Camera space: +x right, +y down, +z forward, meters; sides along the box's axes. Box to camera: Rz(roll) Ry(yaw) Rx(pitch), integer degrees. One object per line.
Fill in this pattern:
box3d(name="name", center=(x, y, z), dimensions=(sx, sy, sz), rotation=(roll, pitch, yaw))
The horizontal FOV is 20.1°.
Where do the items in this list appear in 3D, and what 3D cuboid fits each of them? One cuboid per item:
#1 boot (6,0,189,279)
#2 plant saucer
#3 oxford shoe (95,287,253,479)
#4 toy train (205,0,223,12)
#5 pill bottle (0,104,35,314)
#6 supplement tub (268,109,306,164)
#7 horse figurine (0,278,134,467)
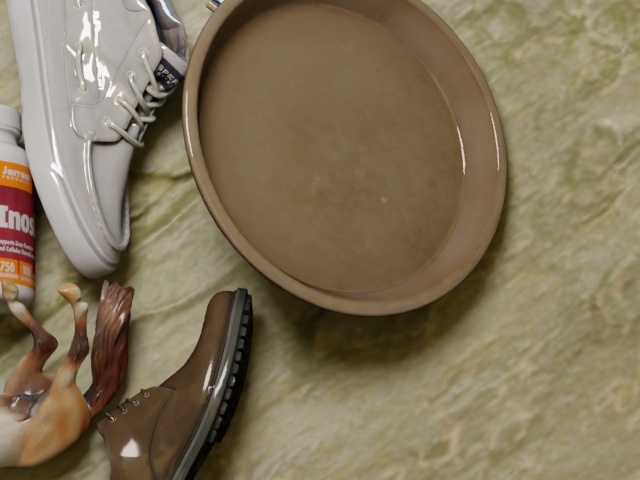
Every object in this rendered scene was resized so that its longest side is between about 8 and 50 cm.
box3d(name="boot", center=(-0.156, -0.108, 1.375), dimensions=(0.123, 0.095, 0.258), rotation=(-17, 76, 15))
box3d(name="plant saucer", center=(0.017, -0.074, 1.364), dimensions=(0.278, 0.041, 0.277), rotation=(9, 70, -27))
box3d(name="oxford shoe", center=(-0.116, 0.131, 1.342), dimensions=(0.096, 0.083, 0.227), rotation=(22, 76, 7))
box3d(name="toy train", center=(-0.040, -0.237, 1.451), dimensions=(0.027, 0.036, 0.158), rotation=(35, 78, 6))
box3d(name="pill bottle", center=(-0.259, -0.023, 1.369), dimensions=(0.086, 0.086, 0.152), rotation=(-2, 78, -3))
box3d(name="supplement tub", center=(-0.055, -0.097, 1.402), dimensions=(0.071, 0.071, 0.107), rotation=(-21, 78, -7))
box3d(name="horse figurine", center=(-0.248, 0.117, 1.324), dimensions=(0.263, 0.066, 0.174), rotation=(-16, 122, -17))
